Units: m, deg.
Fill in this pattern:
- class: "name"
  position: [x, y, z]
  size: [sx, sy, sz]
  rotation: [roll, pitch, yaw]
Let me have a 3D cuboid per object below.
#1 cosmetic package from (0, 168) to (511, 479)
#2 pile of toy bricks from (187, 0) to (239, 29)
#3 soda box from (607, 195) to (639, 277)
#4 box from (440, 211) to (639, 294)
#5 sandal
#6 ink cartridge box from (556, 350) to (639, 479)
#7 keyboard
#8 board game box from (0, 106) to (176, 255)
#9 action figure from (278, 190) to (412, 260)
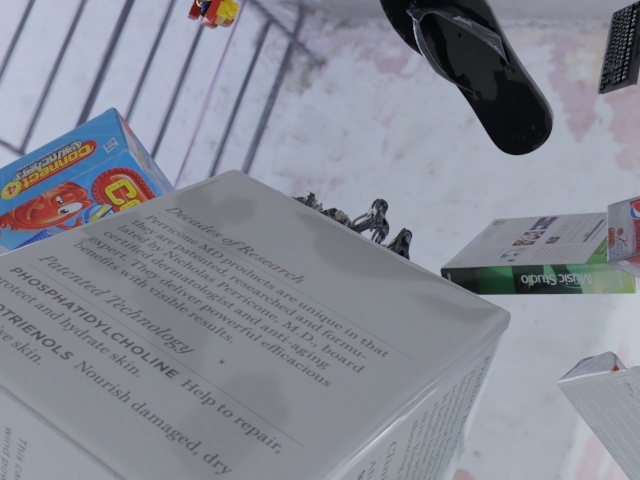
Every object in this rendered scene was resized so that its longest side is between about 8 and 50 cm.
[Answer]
- class: "cosmetic package"
  position: [-0.100, 0.187, 0.830]
  size: [0.327, 0.329, 0.393]
  rotation: [28, -149, 24]
- class: "pile of toy bricks"
  position: [-0.061, -0.317, 1.099]
  size: [0.105, 0.212, 0.118]
  rotation: [23, 172, -14]
- class: "soda box"
  position: [0.515, 0.020, 1.385]
  size: [0.263, 0.092, 0.083]
  rotation: [20, 155, -34]
- class: "box"
  position: [0.389, 0.020, 1.613]
  size: [0.322, 0.058, 0.232]
  rotation: [-4, -160, 37]
- class: "sandal"
  position: [0.161, -0.201, 1.062]
  size: [0.254, 0.054, 0.097]
  rotation: [48, 121, -3]
- class: "ink cartridge box"
  position: [0.286, 0.155, 0.821]
  size: [0.145, 0.045, 0.179]
  rotation: [53, 162, 4]
- class: "keyboard"
  position: [0.537, -0.342, 1.716]
  size: [0.023, 0.180, 0.108]
  rotation: [32, 152, -32]
- class: "board game box"
  position: [-0.307, 0.029, 1.235]
  size: [0.308, 0.302, 0.086]
  rotation: [59, -176, -47]
- class: "action figure"
  position: [0.000, 0.000, 1.568]
  size: [0.275, 0.141, 0.164]
  rotation: [3, 138, 42]
